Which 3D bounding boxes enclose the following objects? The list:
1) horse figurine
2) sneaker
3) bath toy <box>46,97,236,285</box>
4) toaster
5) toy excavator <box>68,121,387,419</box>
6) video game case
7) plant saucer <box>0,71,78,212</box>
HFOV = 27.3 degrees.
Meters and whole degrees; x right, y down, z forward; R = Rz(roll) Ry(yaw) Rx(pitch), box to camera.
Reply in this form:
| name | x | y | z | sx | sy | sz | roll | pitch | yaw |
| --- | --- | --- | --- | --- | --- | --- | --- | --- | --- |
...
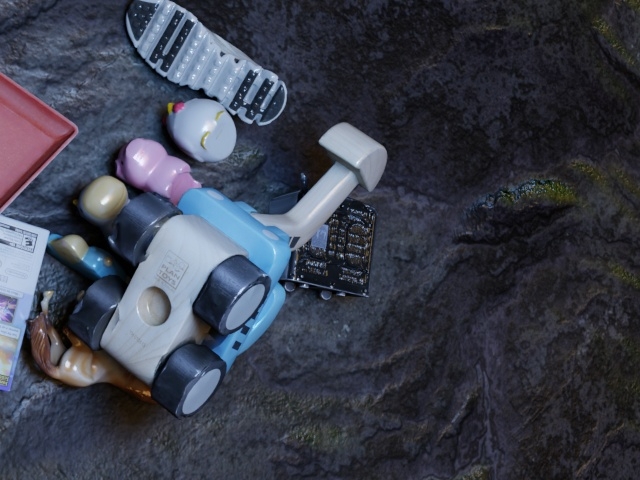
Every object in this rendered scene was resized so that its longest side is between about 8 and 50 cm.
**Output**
| name | x | y | z | sx | sy | sz | roll | pitch | yaw |
| --- | --- | --- | --- | --- | --- | --- | --- | --- | --- |
| horse figurine | -0.336 | 0.162 | 1.986 | 0.263 | 0.066 | 0.174 | 4 | 84 | -41 |
| sneaker | -0.186 | -0.292 | 2.122 | 0.292 | 0.118 | 0.110 | 36 | 102 | -9 |
| bath toy | -0.272 | -0.091 | 2.025 | 0.348 | 0.129 | 0.151 | -53 | 142 | -24 |
| toaster | 0.000 | 0.000 | 2.209 | 0.168 | 0.110 | 0.185 | 13 | 78 | -33 |
| toy excavator | -0.109 | 0.016 | 1.986 | 0.432 | 0.222 | 0.445 | -61 | 160 | 16 |
| video game case | -0.542 | 0.065 | 1.857 | 0.270 | 0.061 | 0.244 | 20 | 73 | -31 |
| plant saucer | -0.516 | -0.141 | 1.836 | 0.259 | 0.047 | 0.258 | 35 | 53 | 1 |
